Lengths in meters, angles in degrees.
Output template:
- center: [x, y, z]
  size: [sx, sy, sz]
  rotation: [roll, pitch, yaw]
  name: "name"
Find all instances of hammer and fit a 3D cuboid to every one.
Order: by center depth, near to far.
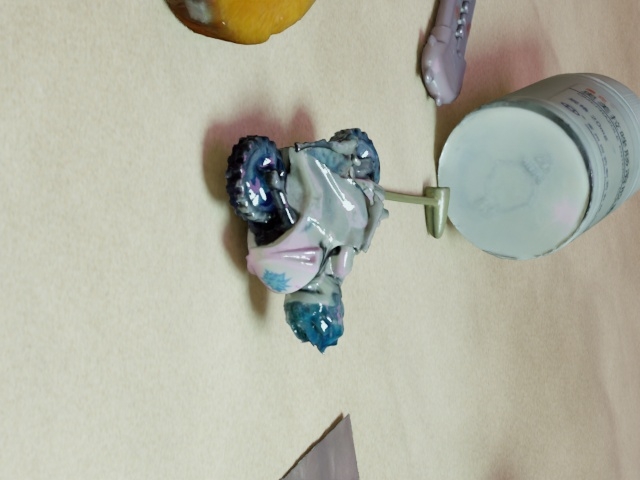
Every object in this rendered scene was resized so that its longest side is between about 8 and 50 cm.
- center: [0.093, -0.035, 1.993]
  size: [0.195, 0.028, 0.060]
  rotation: [5, 90, -63]
  name: "hammer"

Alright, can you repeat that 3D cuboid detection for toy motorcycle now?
- center: [-0.005, 0.001, 1.665]
  size: [0.239, 0.108, 0.204]
  rotation: [-10, 92, -43]
  name: "toy motorcycle"

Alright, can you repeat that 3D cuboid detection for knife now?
- center: [0.177, -0.316, 2.184]
  size: [0.132, 0.038, 0.398]
  rotation: [58, 38, -44]
  name: "knife"

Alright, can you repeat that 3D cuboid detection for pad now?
- center: [-0.002, 0.253, 1.762]
  size: [0.188, 0.006, 0.113]
  rotation: [-38, 123, -60]
  name: "pad"

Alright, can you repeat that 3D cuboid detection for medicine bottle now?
- center: [0.282, -0.098, 2.213]
  size: [0.332, 0.190, 0.190]
  rotation: [-27, 112, -64]
  name: "medicine bottle"

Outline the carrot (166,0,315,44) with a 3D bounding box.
- center: [-0.064, -0.312, 1.589]
  size: [0.307, 0.100, 0.258]
  rotation: [-68, 149, -30]
  name: "carrot"
